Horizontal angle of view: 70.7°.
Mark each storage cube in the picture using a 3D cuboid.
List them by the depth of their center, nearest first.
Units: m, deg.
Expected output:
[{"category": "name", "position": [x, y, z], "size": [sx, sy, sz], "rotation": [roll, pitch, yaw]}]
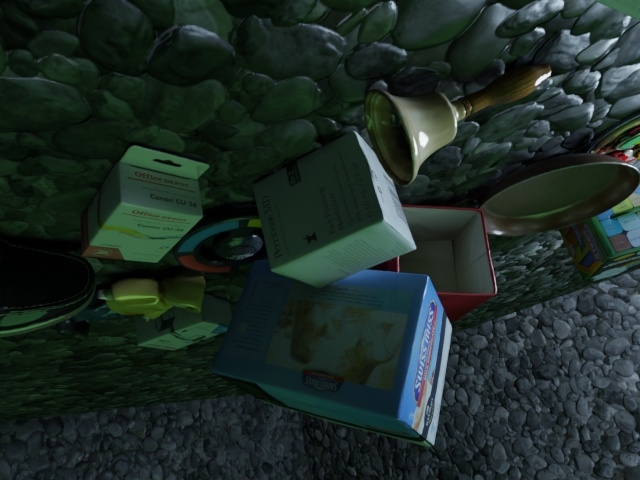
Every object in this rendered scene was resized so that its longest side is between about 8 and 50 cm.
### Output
[{"category": "storage cube", "position": [0.221, 0.055, 0.934], "size": [0.214, 0.184, 0.193], "rotation": [3, 154, -7]}]

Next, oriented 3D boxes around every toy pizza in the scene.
[{"category": "toy pizza", "position": [0.602, -0.186, 0.849], "size": [0.201, 0.032, 0.201], "rotation": [-12, 157, -5]}]

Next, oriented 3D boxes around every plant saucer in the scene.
[{"category": "plant saucer", "position": [0.469, -0.092, 0.923], "size": [0.310, 0.050, 0.311], "rotation": [-4, 158, -2]}]

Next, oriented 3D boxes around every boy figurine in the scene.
[{"category": "boy figurine", "position": [-0.369, 0.130, 0.921], "size": [0.284, 0.092, 0.177], "rotation": [-11, 154, -1]}]

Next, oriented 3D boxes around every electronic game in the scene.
[{"category": "electronic game", "position": [-0.150, 0.007, 0.823], "size": [0.229, 0.048, 0.229], "rotation": [-13, 157, -5]}]

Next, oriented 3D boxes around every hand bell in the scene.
[{"category": "hand bell", "position": [0.191, -0.172, 0.580], "size": [0.241, 0.126, 0.126], "rotation": [-24, 158, -9]}]

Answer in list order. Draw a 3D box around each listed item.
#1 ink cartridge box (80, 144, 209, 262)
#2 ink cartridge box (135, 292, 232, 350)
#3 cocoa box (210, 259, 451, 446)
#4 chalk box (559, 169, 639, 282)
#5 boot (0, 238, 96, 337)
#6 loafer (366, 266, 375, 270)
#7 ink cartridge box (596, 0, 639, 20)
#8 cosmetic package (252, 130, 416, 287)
[{"category": "ink cartridge box", "position": [-0.245, -0.041, 0.631], "size": [0.115, 0.067, 0.198], "rotation": [8, 148, -41]}, {"category": "ink cartridge box", "position": [-0.334, 0.202, 1.116], "size": [0.190, 0.082, 0.139], "rotation": [-22, 156, 14]}, {"category": "cocoa box", "position": [0.031, 0.193, 0.810], "size": [0.346, 0.232, 0.228], "rotation": [3, 150, 29]}, {"category": "chalk box", "position": [0.706, -0.041, 1.061], "size": [0.180, 0.179, 0.289], "rotation": [-18, 156, 9]}, {"category": "boot", "position": [-0.463, 0.012, 0.551], "size": [0.376, 0.138, 0.284], "rotation": [9, 148, -33]}, {"category": "loafer", "position": [0.189, 0.083, 1.128], "size": [0.267, 0.096, 0.084], "rotation": [-11, 144, 15]}, {"category": "ink cartridge box", "position": [0.303, -0.302, 0.424], "size": [0.179, 0.045, 0.145], "rotation": [14, 149, -16]}, {"category": "cosmetic package", "position": [0.022, -0.037, 0.692], "size": [0.183, 0.152, 0.151], "rotation": [-25, 154, 20]}]
